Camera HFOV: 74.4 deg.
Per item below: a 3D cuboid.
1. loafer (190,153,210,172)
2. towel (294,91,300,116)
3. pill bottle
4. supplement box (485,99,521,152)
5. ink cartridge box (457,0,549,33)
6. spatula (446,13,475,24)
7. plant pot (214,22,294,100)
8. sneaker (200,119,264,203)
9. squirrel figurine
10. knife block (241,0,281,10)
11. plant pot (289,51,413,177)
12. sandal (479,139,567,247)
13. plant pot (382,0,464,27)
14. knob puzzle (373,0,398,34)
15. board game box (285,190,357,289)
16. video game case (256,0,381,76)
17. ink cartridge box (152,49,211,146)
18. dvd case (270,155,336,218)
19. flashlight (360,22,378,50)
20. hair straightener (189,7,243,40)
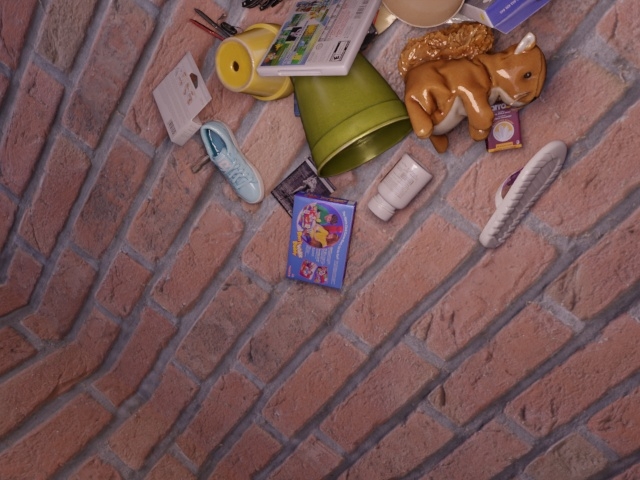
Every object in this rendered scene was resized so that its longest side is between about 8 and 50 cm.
[{"bbox_3d":[-0.490,-0.327,1.730,0.125,0.045,0.039,-36,87,24],"label":"loafer"},{"bbox_3d":[-0.066,-0.521,1.561,0.066,0.029,0.120,5,108,14],"label":"towel"},{"bbox_3d":[0.278,-0.186,1.508,0.131,0.131,0.229,41,112,1],"label":"pill bottle"},{"bbox_3d":[0.593,-0.394,1.386,0.103,0.081,0.189,-8,103,18],"label":"supplement box"},{"bbox_3d":[0.563,-0.735,1.171,0.303,0.307,0.072,-36,124,16],"label":"ink cartridge box"},{"bbox_3d":[0.503,-0.770,1.335,0.241,0.019,0.169,12,108,12],"label":"spatula"},{"bbox_3d":[-0.222,-0.602,1.439,0.253,0.239,0.254,13,118,26],"label":"plant pot"},{"bbox_3d":[-0.358,-0.294,1.643,0.135,0.150,0.366,-31,95,22],"label":"sneaker"},{"bbox_3d":[0.442,-0.500,1.246,0.370,0.281,0.398,-22,73,27],"label":"squirrel figurine"},{"bbox_3d":[-0.150,-0.857,1.378,0.241,0.275,0.088,-22,101,-10],"label":"knife block"},{"bbox_3d":[0.073,-0.452,1.396,0.366,0.366,0.353,-29,85,21],"label":"plant pot"},{"bbox_3d":[0.653,-0.162,1.422,0.102,0.169,0.417,50,119,41],"label":"sandal"},{"bbox_3d":[0.327,-0.819,1.245,0.283,0.284,0.191,29,72,6],"label":"plant pot"},{"bbox_3d":[0.176,-0.773,1.407,0.212,0.030,0.214,8,106,27],"label":"knob puzzle"},{"bbox_3d":[0.000,0.000,1.657,0.233,0.078,0.348,12,111,9],"label":"board game box"},{"bbox_3d":[-0.003,-0.621,1.277,0.299,0.036,0.329,10,64,27],"label":"video game case"},{"bbox_3d":[-0.514,-0.540,1.602,0.238,0.060,0.275,-36,66,21],"label":"ink cartridge box"},{"bbox_3d":[-0.070,-0.197,1.663,0.221,0.018,0.165,-39,93,22],"label":"dvd case"},{"bbox_3d":[0.084,-0.787,1.379,0.103,0.103,0.304,-32,85,29],"label":"flashlight"},{"bbox_3d":[-0.370,-0.791,1.555,0.230,0.047,0.089,35,112,3],"label":"hair straightener"}]
